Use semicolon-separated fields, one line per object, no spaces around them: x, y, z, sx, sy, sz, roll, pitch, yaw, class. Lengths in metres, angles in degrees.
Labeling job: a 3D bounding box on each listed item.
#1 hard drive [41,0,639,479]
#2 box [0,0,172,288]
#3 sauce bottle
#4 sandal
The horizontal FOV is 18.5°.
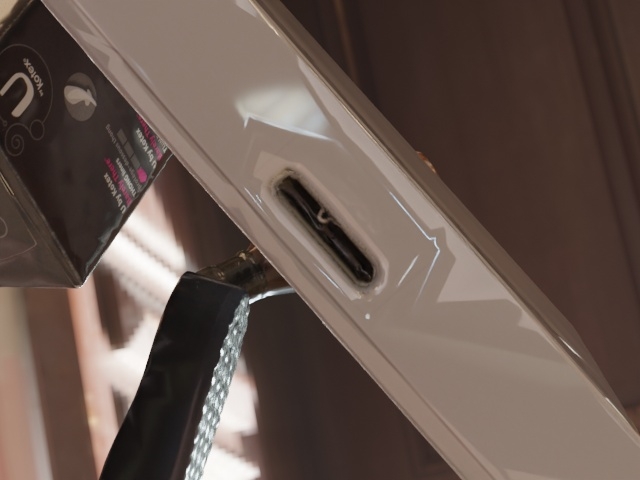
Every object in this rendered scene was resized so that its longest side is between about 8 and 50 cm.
0.017;-0.013;0.694;0.047;0.233;0.353;-42;179;5;hard drive
-0.164;-0.114;1.122;0.165;0.270;0.143;-1;132;33;box
0.000;0.000;0.944;0.128;0.042;0.042;-27;167;-14;sauce bottle
-0.088;0.132;0.726;0.054;0.255;0.097;16;162;4;sandal
